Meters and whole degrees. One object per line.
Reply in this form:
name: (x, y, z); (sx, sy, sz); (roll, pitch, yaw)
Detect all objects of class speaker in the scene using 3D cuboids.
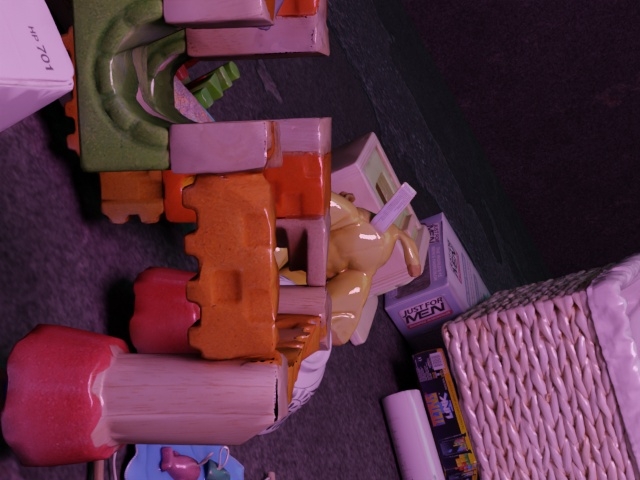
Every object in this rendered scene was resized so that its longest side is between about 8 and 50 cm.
speaker: (0.122, 0.266, 1.213); (0.055, 0.055, 0.136); (29, 42, -60)

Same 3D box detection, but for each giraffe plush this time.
giraffe plush: (0.000, 0.000, 1.062); (0.181, 0.210, 0.170); (58, -8, -15)

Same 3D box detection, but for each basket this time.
basket: (0.373, 0.210, 1.337); (0.328, 0.266, 0.331); (-15, 91, -61)

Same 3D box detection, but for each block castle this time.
block castle: (-0.115, -0.106, 0.628); (0.303, 0.213, 0.453); (-45, 134, -79)

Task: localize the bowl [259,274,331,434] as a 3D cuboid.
bowl: (-0.042, 0.095, 0.884); (0.170, 0.080, 0.170); (31, 50, -46)

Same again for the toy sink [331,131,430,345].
toy sink: (0.063, -0.004, 1.239); (0.234, 0.131, 0.153); (63, 20, -14)

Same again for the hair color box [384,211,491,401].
hair color box: (0.237, 0.157, 1.543); (0.374, 0.113, 0.185); (56, 23, -32)

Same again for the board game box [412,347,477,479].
board game box: (0.173, 0.257, 1.295); (0.141, 0.048, 0.170); (76, 0, -58)

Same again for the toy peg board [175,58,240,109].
toy peg board: (-0.158, -0.192, 0.948); (0.161, 0.079, 0.161); (61, 20, -17)

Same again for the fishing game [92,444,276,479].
fishing game: (-0.089, 0.220, 0.740); (0.264, 0.041, 0.189); (47, 25, -44)

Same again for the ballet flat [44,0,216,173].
ballet flat: (-0.176, -0.118, 0.825); (0.316, 0.107, 0.106); (57, 42, -14)

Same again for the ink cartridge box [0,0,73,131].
ink cartridge box: (-0.241, -0.098, 0.461); (0.139, 0.190, 0.082); (66, 21, 1)
